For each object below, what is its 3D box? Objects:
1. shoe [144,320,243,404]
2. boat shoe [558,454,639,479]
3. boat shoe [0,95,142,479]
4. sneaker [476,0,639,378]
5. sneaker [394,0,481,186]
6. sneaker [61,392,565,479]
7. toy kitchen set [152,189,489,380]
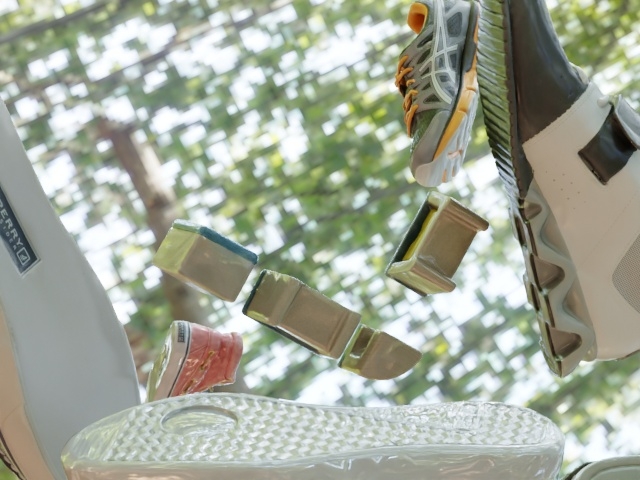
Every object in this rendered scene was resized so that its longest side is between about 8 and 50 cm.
[{"bbox_3d":[-0.141,0.152,1.977,0.178,0.081,0.063,117,-22,-49],"label":"shoe"},{"bbox_3d":[0.358,0.239,1.637,0.091,0.303,0.114,147,-49,-74],"label":"boat shoe"},{"bbox_3d":[-0.247,0.039,1.197,0.158,0.127,0.340,-12,-75,33],"label":"boat shoe"},{"bbox_3d":[0.212,-0.066,1.401,0.122,0.146,0.330,-109,-177,-72],"label":"sneaker"},{"bbox_3d":[0.103,-0.136,1.614,0.083,0.215,0.084,13,-39,3],"label":"sneaker"},{"bbox_3d":[-0.006,0.162,0.912,0.094,0.256,0.151,-118,-147,-68],"label":"sneaker"},{"bbox_3d":[0.000,0.000,1.447,0.207,0.166,0.122,30,-5,-15],"label":"toy kitchen set"}]
